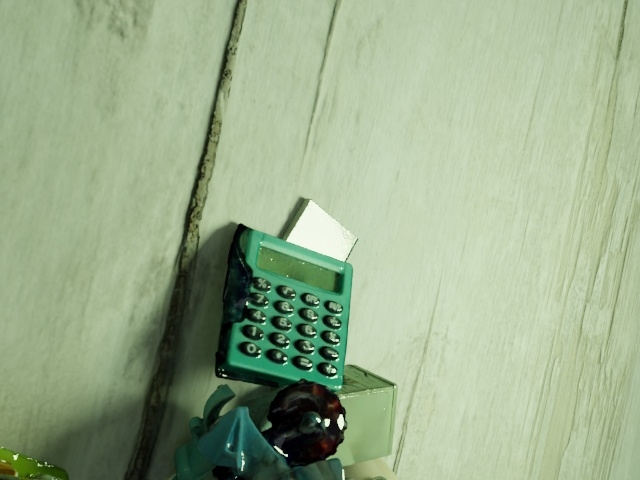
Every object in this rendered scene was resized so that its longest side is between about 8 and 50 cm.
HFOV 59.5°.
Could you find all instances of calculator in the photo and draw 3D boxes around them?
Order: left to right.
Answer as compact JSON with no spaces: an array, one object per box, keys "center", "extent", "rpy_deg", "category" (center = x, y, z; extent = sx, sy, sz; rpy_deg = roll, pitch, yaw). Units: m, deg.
[{"center":[-0.058,0.124,0.988],"extent":[0.248,0.058,0.274],"rpy_deg":[20,59,-23],"category":"calculator"}]

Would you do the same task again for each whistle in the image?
[{"center":[-0.148,0.338,0.952],"extent":[0.274,0.093,0.186],"rpy_deg":[-38,129,6],"category":"whistle"}]

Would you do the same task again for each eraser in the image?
[{"center":[0.000,0.000,1.115],"extent":[0.150,0.023,0.104],"rpy_deg":[38,74,-32],"category":"eraser"}]

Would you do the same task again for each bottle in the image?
[{"center":[0.116,0.525,1.130],"extent":[0.147,0.236,0.148],"rpy_deg":[-5,99,-36],"category":"bottle"}]

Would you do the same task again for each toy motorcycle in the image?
[{"center":[-0.074,0.418,0.829],"extent":[0.231,0.172,0.417],"rpy_deg":[4,76,-13],"category":"toy motorcycle"}]

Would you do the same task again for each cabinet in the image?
[{"center":[0.022,0.339,1.097],"extent":[0.206,0.145,0.150],"rpy_deg":[3,95,-35],"category":"cabinet"}]

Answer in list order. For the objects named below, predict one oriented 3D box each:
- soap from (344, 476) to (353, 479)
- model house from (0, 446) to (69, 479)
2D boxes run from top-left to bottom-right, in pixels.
[{"center":[-0.133,0.633,0.979],"extent":[0.434,0.212,0.351],"rpy_deg":[-17,105,-33],"category":"soap"},{"center":[-0.420,0.318,0.647],"extent":[0.357,0.312,0.243],"rpy_deg":[40,41,-31],"category":"model house"}]
